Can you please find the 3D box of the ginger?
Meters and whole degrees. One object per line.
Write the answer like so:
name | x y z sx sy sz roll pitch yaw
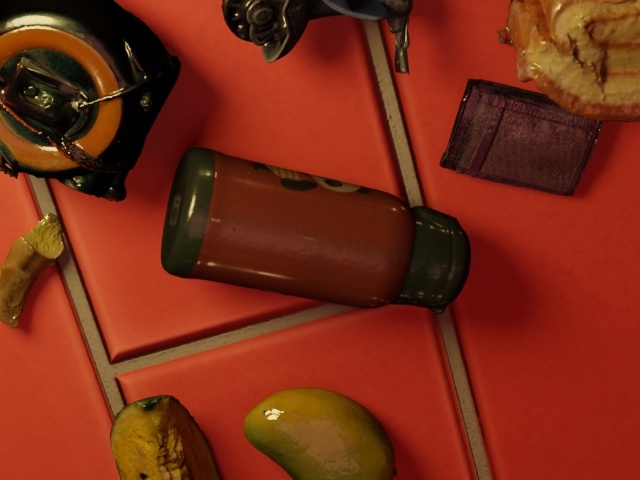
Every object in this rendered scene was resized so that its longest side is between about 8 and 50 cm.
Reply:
ginger | -0.333 0.032 1.924 0.057 0.044 0.137 21 112 -34

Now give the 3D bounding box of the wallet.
wallet | 0.227 -0.113 1.932 0.166 0.030 0.111 12 111 -12

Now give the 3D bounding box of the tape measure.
tape measure | -0.268 -0.161 1.796 0.223 0.135 0.202 26 117 -11

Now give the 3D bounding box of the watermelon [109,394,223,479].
watermelon | -0.172 0.302 2.013 0.123 0.129 0.301 -15 109 -3

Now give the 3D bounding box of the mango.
mango | 0.008 0.241 2.032 0.122 0.085 0.191 -43 113 15

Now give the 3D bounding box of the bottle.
bottle | 0.000 0.000 1.899 0.336 0.144 0.144 12 112 -14

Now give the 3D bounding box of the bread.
bread | 0.318 -0.226 1.845 0.244 0.123 0.190 -13 116 0

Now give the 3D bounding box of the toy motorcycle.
toy motorcycle | 0.046 -0.328 1.753 0.212 0.125 0.358 14 117 -27
